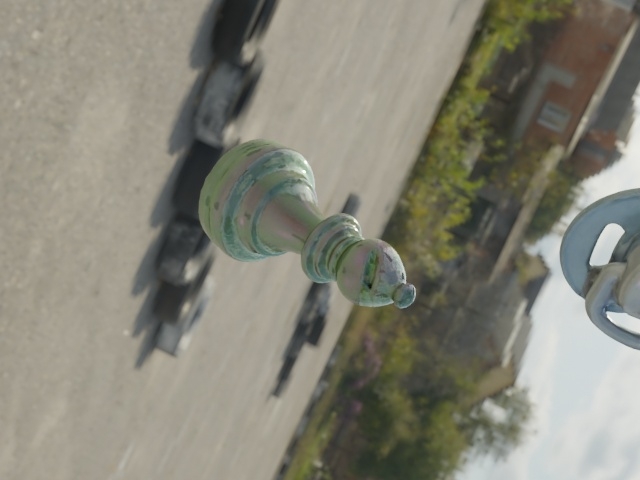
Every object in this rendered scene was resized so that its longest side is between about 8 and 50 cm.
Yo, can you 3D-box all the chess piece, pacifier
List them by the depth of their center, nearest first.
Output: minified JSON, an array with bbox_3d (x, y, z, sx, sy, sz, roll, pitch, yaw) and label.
[{"bbox_3d":[0.000,0.000,1.325,0.139,0.271,0.139,-24,129,-33],"label":"chess piece"},{"bbox_3d":[0.431,0.009,1.508,0.238,0.287,0.226,100,7,-48],"label":"pacifier"}]
